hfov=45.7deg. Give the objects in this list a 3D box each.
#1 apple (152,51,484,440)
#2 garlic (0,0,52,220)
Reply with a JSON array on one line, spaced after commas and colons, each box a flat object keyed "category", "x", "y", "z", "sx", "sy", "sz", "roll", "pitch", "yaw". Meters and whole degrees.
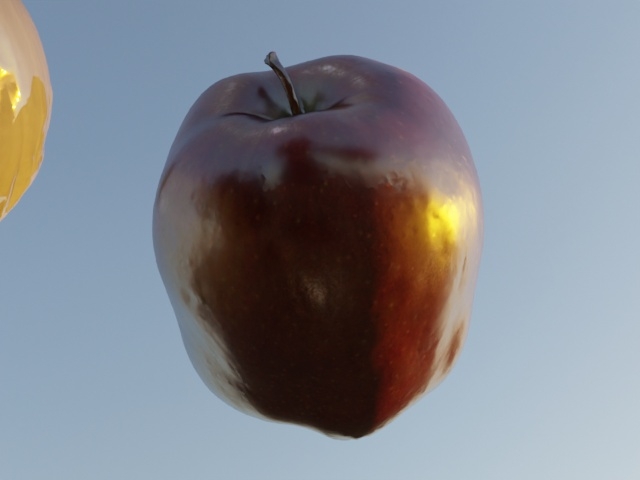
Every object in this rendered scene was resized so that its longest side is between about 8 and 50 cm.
[{"category": "apple", "x": 0.000, "y": 0.000, "z": 0.652, "sx": 0.288, "sy": 0.288, "sz": 0.316, "roll": -9, "pitch": -65, "yaw": -8}, {"category": "garlic", "x": -0.311, "y": -0.083, "z": 0.399, "sx": 0.317, "sy": 0.317, "sz": 0.259, "roll": 10, "pitch": -77, "yaw": -27}]
